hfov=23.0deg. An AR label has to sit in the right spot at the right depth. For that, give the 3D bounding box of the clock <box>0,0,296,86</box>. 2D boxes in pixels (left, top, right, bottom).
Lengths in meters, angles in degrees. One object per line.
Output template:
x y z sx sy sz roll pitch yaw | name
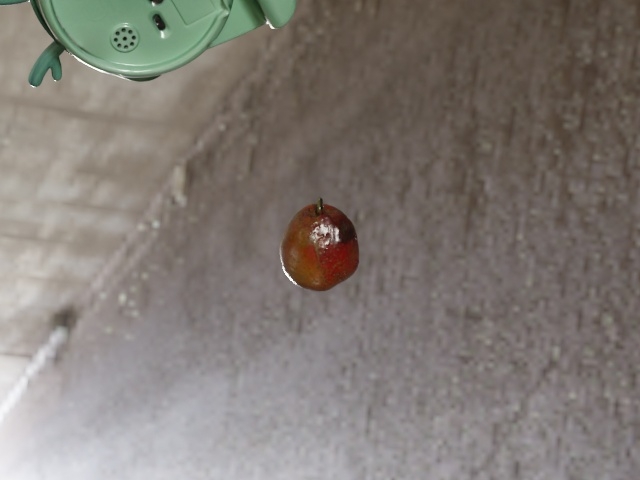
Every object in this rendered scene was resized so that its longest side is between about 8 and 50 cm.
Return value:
-0.133 -0.183 1.103 0.159 0.211 0.066 58 -172 -28 | clock

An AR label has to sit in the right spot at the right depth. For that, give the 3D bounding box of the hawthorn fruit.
0.001 0.005 1.354 0.077 0.077 0.077 -173 90 -75 | hawthorn fruit
